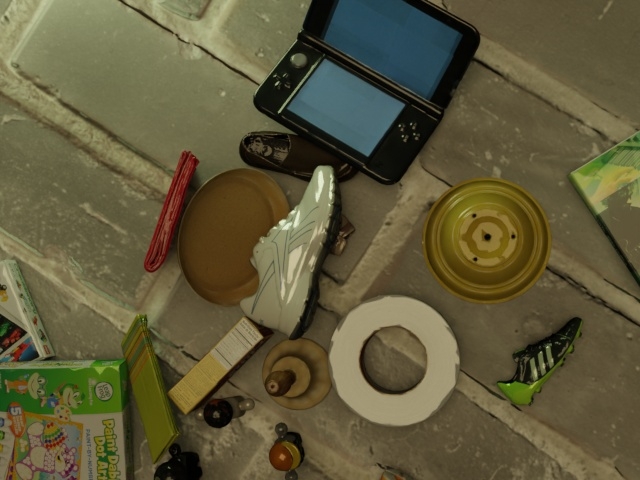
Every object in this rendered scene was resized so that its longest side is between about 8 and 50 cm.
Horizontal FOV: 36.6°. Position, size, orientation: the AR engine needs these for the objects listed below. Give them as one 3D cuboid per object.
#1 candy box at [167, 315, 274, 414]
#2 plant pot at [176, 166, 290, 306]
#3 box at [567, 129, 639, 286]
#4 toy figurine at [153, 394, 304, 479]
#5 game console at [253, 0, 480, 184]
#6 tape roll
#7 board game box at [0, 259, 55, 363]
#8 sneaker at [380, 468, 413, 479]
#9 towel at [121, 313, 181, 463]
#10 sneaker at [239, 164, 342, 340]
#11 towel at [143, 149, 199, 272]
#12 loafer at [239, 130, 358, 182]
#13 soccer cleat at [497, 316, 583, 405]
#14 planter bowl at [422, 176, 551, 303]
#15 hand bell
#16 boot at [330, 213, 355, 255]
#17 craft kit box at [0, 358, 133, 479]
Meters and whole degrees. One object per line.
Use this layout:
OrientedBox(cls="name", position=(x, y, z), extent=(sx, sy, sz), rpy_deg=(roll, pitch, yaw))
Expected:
OrientedBox(cls="candy box", position=(-0.167, 0.208, 1.645), extent=(0.187, 0.109, 0.053), rpy_deg=(-44, 83, 3))
OrientedBox(cls="plant pot", position=(-0.148, -0.007, 1.622), extent=(0.032, 0.236, 0.236), rpy_deg=(15, 88, 46))
OrientedBox(cls="box", position=(0.589, -0.036, 1.578), extent=(0.232, 0.058, 0.322), rpy_deg=(-33, 82, 5))
OrientedBox(cls="toy figurine", position=(-0.145, 0.372, 1.612), extent=(0.213, 0.148, 0.209), rpy_deg=(35, 92, 9))
OrientedBox(cls="game console", position=(0.070, -0.281, 1.601), extent=(0.293, 0.173, 0.250), rpy_deg=(31, 68, 9))
OrientedBox(cls="tape roll", position=(0.124, 0.200, 1.623), extent=(0.219, 0.072, 0.219), rpy_deg=(-1, 85, 8))
OrientedBox(cls="board game box", position=(-0.654, 0.184, 1.743), extent=(0.305, 0.053, 0.193), rpy_deg=(-24, 84, 6))
OrientedBox(cls="sneaker", position=(0.176, 0.470, 1.601), extent=(0.215, 0.084, 0.083), rpy_deg=(36, 105, 12))
OrientedBox(cls="towel", position=(-0.289, 0.247, 1.633), extent=(0.102, 0.021, 0.237), rpy_deg=(-55, 46, 41))
OrientedBox(cls="sneaker", position=(-0.045, 0.009, 1.596), extent=(0.129, 0.111, 0.297), rpy_deg=(16, 78, 12))
OrientedBox(cls="towel", position=(-0.245, -0.045, 1.595), extent=(0.031, 0.275, 0.198), rpy_deg=(20, 88, -8))
OrientedBox(cls="loafer", position=(-0.039, -0.144, 1.664), extent=(0.220, 0.078, 0.080), rpy_deg=(6, 87, 9))
OrientedBox(cls="soccer cleat", position=(0.363, 0.191, 1.597), extent=(0.072, 0.060, 0.179), rpy_deg=(38, 95, 10))
OrientedBox(cls="planter bowl", position=(0.276, -0.003, 1.605), extent=(0.217, 0.090, 0.217), rpy_deg=(-1, 86, 8))
OrientedBox(cls="hand bell", position=(-0.057, 0.224, 1.561), extent=(0.126, 0.242, 0.126), rpy_deg=(0, 87, 9))
OrientedBox(cls="boot", position=(0.000, 0.000, 1.668), extent=(0.087, 0.042, 0.118), rpy_deg=(34, 90, 8))
OrientedBox(cls="craft kit box", position=(-0.454, 0.334, 1.679), extent=(0.247, 0.061, 0.249), rpy_deg=(-2, 96, 2))
